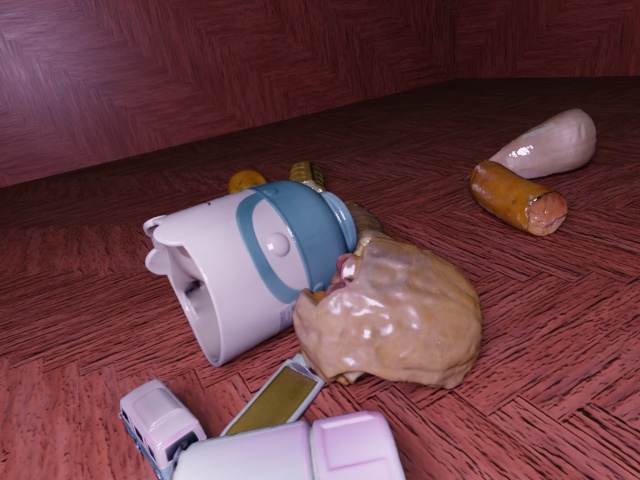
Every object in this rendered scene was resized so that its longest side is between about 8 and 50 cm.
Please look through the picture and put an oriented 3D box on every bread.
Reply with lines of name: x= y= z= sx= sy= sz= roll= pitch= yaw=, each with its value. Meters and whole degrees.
bread: x=-0.037 y=-0.159 z=1.219 sx=0.098 sy=0.087 sz=0.269 roll=-12 pitch=23 yaw=3

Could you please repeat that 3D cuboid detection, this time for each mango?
mango: x=-0.214 y=-0.149 z=1.269 sx=0.115 sy=0.089 sz=0.165 roll=4 pitch=29 yaw=7

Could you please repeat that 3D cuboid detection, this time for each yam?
yam: x=0.076 y=-0.017 z=0.828 sx=0.081 sy=0.081 sz=0.357 roll=-10 pitch=15 yaw=-2

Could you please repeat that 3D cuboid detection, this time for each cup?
cup: x=-0.112 y=0.042 z=0.681 sx=0.257 sy=0.219 sz=0.289 roll=-24 pitch=-5 yaw=-29

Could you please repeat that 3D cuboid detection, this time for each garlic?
garlic: x=0.556 y=-0.217 z=1.117 sx=0.338 sy=0.151 sz=0.196 roll=-25 pitch=0 yaw=-15

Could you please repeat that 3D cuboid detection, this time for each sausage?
sausage: x=0.386 y=-0.095 z=0.912 sx=0.108 sy=0.109 sz=0.270 roll=-11 pitch=25 yaw=-2

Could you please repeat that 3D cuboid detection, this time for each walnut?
walnut: x=0.095 y=0.080 z=0.535 sx=0.238 sy=0.141 sz=0.204 roll=-31 pitch=51 yaw=-26

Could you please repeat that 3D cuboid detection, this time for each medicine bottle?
medicine bottle: x=-0.019 y=0.211 z=0.340 sx=0.168 sy=0.135 sz=0.135 roll=-12 pitch=24 yaw=-2

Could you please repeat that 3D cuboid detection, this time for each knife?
knife: x=-0.026 y=0.171 z=0.553 sx=0.061 sy=0.027 sz=0.343 roll=20 pitch=32 yaw=23

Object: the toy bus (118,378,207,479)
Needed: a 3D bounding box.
toy bus: x=-0.174 y=0.204 z=0.483 sx=0.060 sy=0.075 sz=0.123 roll=-27 pitch=30 yaw=-35
